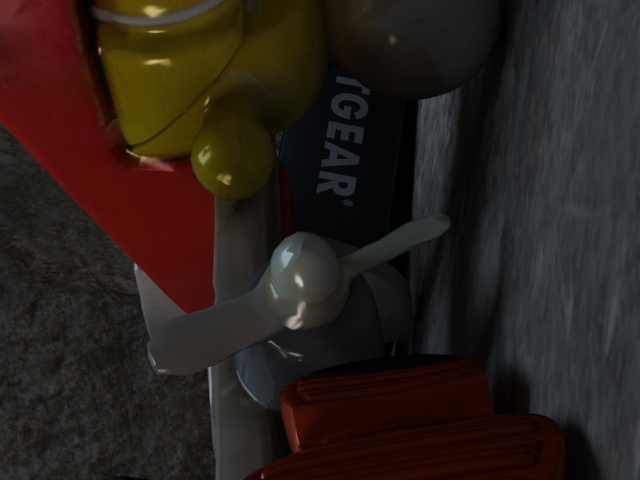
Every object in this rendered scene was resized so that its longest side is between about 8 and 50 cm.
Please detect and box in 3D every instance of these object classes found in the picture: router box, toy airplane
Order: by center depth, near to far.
[{"bbox_3d":[-0.030,-0.059,0.821,0.386,0.272,0.384,70,-163,-1],"label":"toy airplane"},{"bbox_3d":[0.000,0.000,1.194,0.309,0.081,0.243,-80,1,-45],"label":"router box"}]

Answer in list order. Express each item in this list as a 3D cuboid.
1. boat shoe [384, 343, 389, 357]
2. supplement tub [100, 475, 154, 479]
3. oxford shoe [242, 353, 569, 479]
[{"bbox_3d":[-0.010,0.175,1.013,0.258,0.109,0.089,-61,-17,11],"label":"boat shoe"},{"bbox_3d":[-0.062,0.187,0.878,0.117,0.190,0.117,-171,90,-86],"label":"supplement tub"},{"bbox_3d":[0.031,0.103,0.524,0.271,0.096,0.098,-56,-42,-82],"label":"oxford shoe"}]
